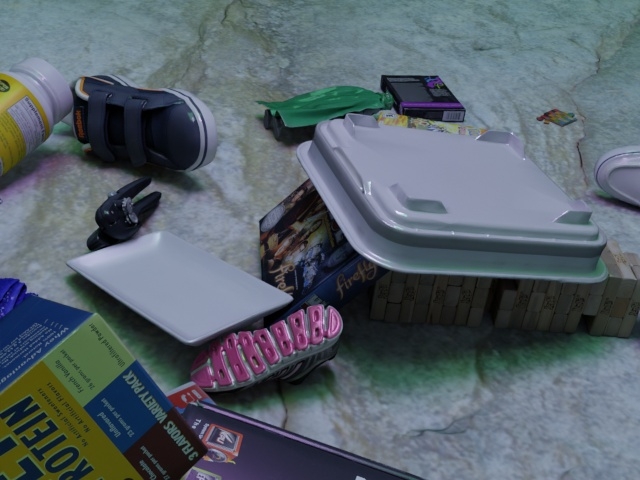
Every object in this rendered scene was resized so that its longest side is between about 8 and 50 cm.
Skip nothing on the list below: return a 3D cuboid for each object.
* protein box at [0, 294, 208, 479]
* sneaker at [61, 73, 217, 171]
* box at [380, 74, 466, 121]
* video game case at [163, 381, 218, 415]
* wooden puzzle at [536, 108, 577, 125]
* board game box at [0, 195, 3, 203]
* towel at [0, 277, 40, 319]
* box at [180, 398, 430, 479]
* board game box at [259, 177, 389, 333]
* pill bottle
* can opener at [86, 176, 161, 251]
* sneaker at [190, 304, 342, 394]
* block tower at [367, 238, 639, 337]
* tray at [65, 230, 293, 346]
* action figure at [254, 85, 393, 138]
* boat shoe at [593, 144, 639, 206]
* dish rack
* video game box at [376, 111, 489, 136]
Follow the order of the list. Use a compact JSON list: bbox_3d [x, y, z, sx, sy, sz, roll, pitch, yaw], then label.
[{"bbox_3d":[-0.230,0.158,0.686,0.200,0.136,0.201,-42,20,-22],"label":"protein box"},{"bbox_3d":[-0.286,-0.171,1.367,0.127,0.126,0.321,-16,26,-39],"label":"sneaker"},{"bbox_3d":[0.185,-0.262,1.682,0.116,0.029,0.162,-1,33,-13],"label":"box"},{"bbox_3d":[-0.120,0.244,0.805,0.204,0.025,0.285,-20,40,-35],"label":"video game case"},{"bbox_3d":[0.437,-0.226,1.685,0.049,0.006,0.083,31,39,35],"label":"wooden puzzle"},{"bbox_3d":[-0.532,-0.014,0.954,0.232,0.141,0.291,-16,18,35],"label":"board game box"},{"bbox_3d":[-0.410,0.134,0.889,0.227,0.076,0.308,4,31,-4],"label":"towel"},{"bbox_3d":[-0.022,0.312,0.612,0.318,0.097,0.395,19,36,8],"label":"box"},{"bbox_3d":[0.000,0.000,1.108,0.042,0.165,0.243,42,19,-26],"label":"board game box"},{"bbox_3d":[-0.452,-0.162,1.285,0.119,0.119,0.208,20,48,22],"label":"pill bottle"},{"bbox_3d":[-0.255,-0.047,1.215,0.073,0.059,0.186,-19,19,18],"label":"can opener"},{"bbox_3d":[-0.052,0.128,0.979,0.170,0.075,0.063,-22,54,-3],"label":"sneaker"},{"bbox_3d":[0.214,0.048,1.120,0.335,0.097,0.091,6,31,-4],"label":"block tower"},{"bbox_3d":[-0.169,0.056,1.066,0.145,0.030,0.270,-22,31,-36],"label":"tray"},{"bbox_3d":[0.022,-0.220,1.553,0.232,0.063,0.137,-12,34,-21],"label":"action figure"},{"bbox_3d":[0.541,-0.066,1.366,0.267,0.096,0.088,21,29,8],"label":"boat shoe"},{"bbox_3d":[0.160,-0.062,1.073,0.332,0.072,0.285,3,34,-24],"label":"dish rack"},{"bbox_3d":[0.167,-0.133,1.451,0.187,0.048,0.205,12,32,6],"label":"video game box"}]
